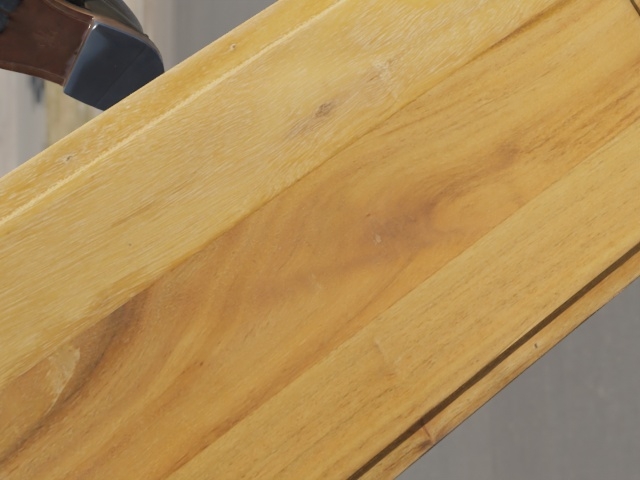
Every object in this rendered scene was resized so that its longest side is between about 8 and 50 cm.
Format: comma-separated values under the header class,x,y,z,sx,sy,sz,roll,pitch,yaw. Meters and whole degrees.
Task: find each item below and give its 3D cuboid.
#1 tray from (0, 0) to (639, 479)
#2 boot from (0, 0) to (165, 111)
class,x,y,z,sx,sy,sz,roll,pitch,yaw
tray,0.000,0.000,0.697,0.203,0.411,0.076,56,158,-6
boot,-0.210,-0.166,1.078,0.082,0.219,0.106,-54,16,14
